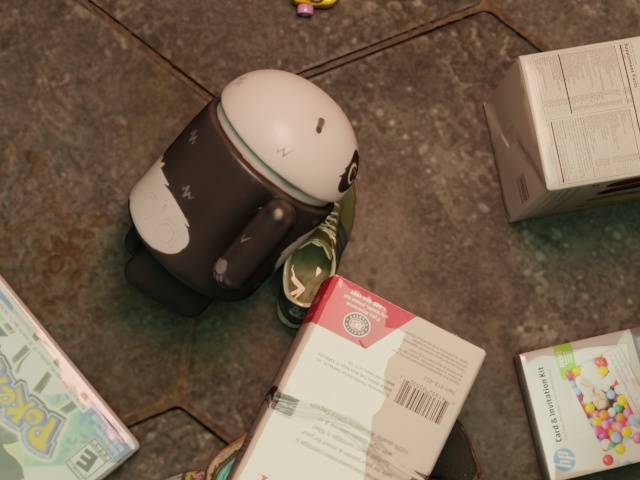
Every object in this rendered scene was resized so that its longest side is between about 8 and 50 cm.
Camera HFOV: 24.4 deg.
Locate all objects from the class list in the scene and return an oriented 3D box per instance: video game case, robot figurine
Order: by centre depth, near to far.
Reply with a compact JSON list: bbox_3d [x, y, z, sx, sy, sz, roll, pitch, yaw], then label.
[{"bbox_3d":[-0.084,-0.047,1.534,0.278,0.173,0.209,-46,66,20],"label":"robot figurine"},{"bbox_3d":[-0.408,0.189,1.562,0.300,0.036,0.329,-40,86,-10],"label":"video game case"}]

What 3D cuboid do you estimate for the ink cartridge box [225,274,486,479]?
[{"bbox_3d":[0.031,0.179,1.460,0.172,0.100,0.237,27,80,-5],"label":"ink cartridge box"}]

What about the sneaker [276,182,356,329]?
[{"bbox_3d":[0.000,0.000,1.605,0.064,0.086,0.192,16,79,-2],"label":"sneaker"}]

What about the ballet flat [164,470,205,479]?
[{"bbox_3d":[-0.198,0.315,1.536,0.221,0.079,0.077,-30,83,-10],"label":"ballet flat"}]

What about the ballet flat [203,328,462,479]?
[{"bbox_3d":[0.012,0.186,1.563,0.316,0.106,0.107,-27,89,-10],"label":"ballet flat"}]

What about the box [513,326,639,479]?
[{"bbox_3d":[0.320,0.175,1.629,0.186,0.038,0.145,-12,81,-6],"label":"box"}]

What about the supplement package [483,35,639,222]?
[{"bbox_3d":[0.305,-0.120,1.599,0.203,0.194,0.149,-10,82,-6],"label":"supplement package"}]

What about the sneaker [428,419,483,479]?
[{"bbox_3d":[0.129,0.310,1.523,0.106,0.162,0.281,1,80,-5],"label":"sneaker"}]

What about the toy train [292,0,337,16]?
[{"bbox_3d":[-0.002,-0.327,1.683,0.166,0.046,0.125,-22,83,-8],"label":"toy train"}]
